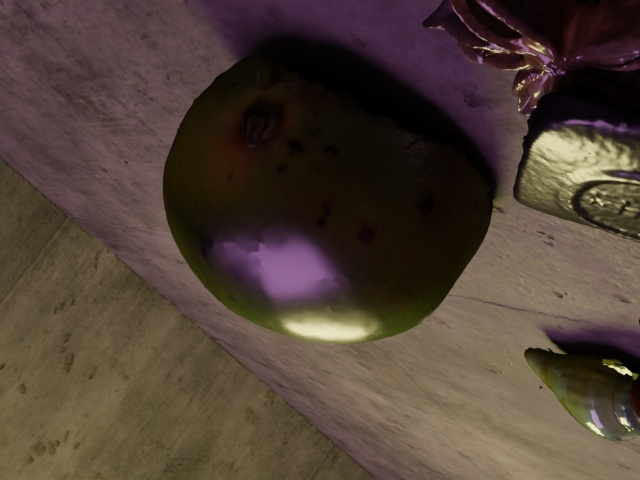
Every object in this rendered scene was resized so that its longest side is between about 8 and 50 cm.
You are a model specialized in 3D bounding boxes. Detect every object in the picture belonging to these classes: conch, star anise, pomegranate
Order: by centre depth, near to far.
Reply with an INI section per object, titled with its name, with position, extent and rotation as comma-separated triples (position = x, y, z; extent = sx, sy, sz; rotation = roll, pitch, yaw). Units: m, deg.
[star anise]
position = 0.155, -0.118, 0.622
extent = 0.208, 0.063, 0.172
rotation = 21, 165, 26
[pomegranate]
position = 0.000, 0.000, 0.981
extent = 0.310, 0.216, 0.358
rotation = 22, 160, 31
[conch]
position = 0.298, 0.160, 1.079
extent = 0.095, 0.079, 0.201
rotation = 28, -176, -18

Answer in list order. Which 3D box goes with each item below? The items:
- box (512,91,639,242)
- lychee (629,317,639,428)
[box]
position = 0.223, -0.030, 0.651
extent = 0.201, 0.042, 0.212
rotation = 17, 169, 8
[lychee]
position = 0.278, 0.057, 0.408
extent = 0.306, 0.330, 0.306
rotation = 1, 179, 0
